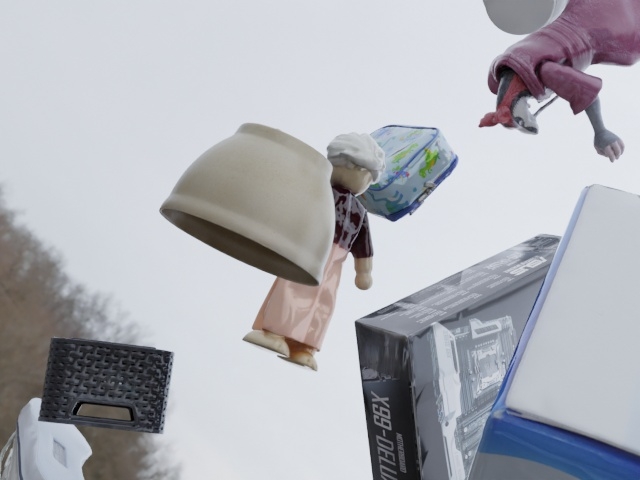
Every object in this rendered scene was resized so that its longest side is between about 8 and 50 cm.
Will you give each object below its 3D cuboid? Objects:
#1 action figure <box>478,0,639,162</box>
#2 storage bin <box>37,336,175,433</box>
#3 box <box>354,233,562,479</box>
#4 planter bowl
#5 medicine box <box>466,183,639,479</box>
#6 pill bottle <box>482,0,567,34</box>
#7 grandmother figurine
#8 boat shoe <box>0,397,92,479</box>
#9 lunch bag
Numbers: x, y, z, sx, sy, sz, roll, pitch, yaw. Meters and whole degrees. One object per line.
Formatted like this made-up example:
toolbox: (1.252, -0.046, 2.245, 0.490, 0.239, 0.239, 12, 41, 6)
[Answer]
action figure: (0.371, -0.292, 1.454, 0.248, 0.370, 0.276, 22, -37, 44)
storage bin: (-0.222, 0.154, 1.007, 0.180, 0.122, 0.084, 142, -45, -75)
box: (0.178, 0.151, 1.008, 0.076, 0.307, 0.243, 12, -66, 47)
planter bowl: (-0.052, -0.040, 0.890, 0.162, 0.109, 0.162, 24, -10, 4)
medicine box: (0.169, 0.157, 0.578, 0.149, 0.263, 0.289, 18, -57, 15)
pill bottle: (0.202, -0.256, 0.937, 0.086, 0.152, 0.086, 10, -56, 15)
grandmother figurine: (0.000, 0.000, 1.353, 0.104, 0.343, 0.208, 11, -17, 41)
boat shoe: (-0.429, 0.358, 1.418, 0.136, 0.156, 0.367, 47, -4, -20)
lunch bag: (0.127, -0.125, 1.678, 0.090, 0.176, 0.219, 52, -16, -25)
